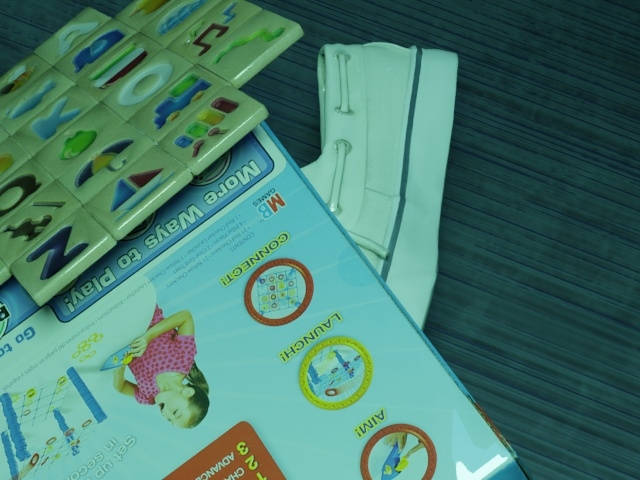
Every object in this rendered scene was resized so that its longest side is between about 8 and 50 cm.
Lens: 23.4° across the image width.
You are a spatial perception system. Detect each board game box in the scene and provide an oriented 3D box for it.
[{"bbox_3d":[-0.084,0.115,0.898,0.308,0.086,0.302,-36,59,0],"label":"board game box"}]

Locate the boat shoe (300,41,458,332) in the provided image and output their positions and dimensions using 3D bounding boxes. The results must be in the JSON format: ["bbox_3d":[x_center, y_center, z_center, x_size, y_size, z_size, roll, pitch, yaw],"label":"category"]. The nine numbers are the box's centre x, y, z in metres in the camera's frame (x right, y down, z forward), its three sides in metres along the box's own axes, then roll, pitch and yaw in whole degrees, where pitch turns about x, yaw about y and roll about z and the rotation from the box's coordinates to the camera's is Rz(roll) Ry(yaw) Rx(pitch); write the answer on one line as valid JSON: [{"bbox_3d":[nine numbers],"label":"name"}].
[{"bbox_3d":[0.001,-0.007,1.056,0.156,0.136,0.367,10,53,1],"label":"boat shoe"}]

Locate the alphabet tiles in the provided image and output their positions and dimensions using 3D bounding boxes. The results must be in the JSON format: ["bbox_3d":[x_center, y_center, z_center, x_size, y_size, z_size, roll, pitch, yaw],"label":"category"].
[{"bbox_3d":[-0.165,-0.070,1.012,0.285,0.011,0.342,-41,30,-8],"label":"alphabet tiles"}]
